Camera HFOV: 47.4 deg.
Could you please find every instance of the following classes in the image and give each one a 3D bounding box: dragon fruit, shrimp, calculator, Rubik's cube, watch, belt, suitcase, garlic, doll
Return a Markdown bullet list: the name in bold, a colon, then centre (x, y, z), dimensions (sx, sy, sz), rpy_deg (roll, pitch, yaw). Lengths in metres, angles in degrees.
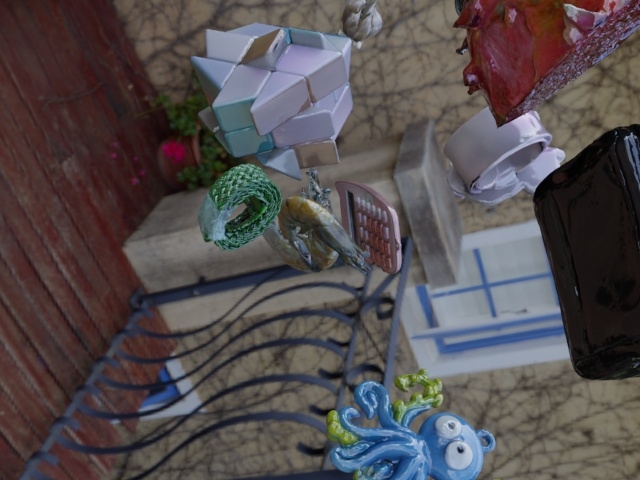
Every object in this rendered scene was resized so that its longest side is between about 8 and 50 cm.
- **dragon fruit**: centre (0.352, -0.360, 1.092), dimensions (0.249, 0.371, 0.386), rpy_deg (52, 19, 8)
- **shrimp**: centre (0.000, 0.000, 1.436), dimensions (0.217, 0.150, 0.051), rpy_deg (43, 50, -8)
- **calculator**: centre (0.131, -0.038, 1.904), dimensions (0.329, 0.048, 0.220), rpy_deg (-140, -140, -59)
- **shrimp**: centre (-0.053, -0.048, 1.900), dimensions (0.360, 0.247, 0.085), rpy_deg (96, 17, -46)
- **Rubik's cube**: centre (-0.115, -0.357, 1.769), dimensions (0.358, 0.387, 0.368), rpy_deg (72, 38, -54)
- **watch**: centre (0.378, -0.184, 1.461), dimensions (0.211, 0.248, 0.217), rpy_deg (61, -5, 16)
- **belt**: centre (-0.142, -0.058, 1.221), dimensions (0.079, 0.151, 0.121), rpy_deg (43, 6, 38)
- **suitcase**: centre (0.471, 0.026, 1.100), dimensions (0.339, 0.188, 0.345), rpy_deg (122, -39, -69)
- **garlic**: centre (0.132, -0.694, 2.221), dimensions (0.127, 0.131, 0.194), rpy_deg (-54, 175, -44)
- **doll**: centre (0.184, 0.399, 1.418), dimensions (0.099, 0.341, 0.346), rpy_deg (106, -27, -44)

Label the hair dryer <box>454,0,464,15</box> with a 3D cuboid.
- **hair dryer**: centre (0.262, -0.576, 1.522), dimensions (0.189, 0.352, 0.107), rpy_deg (-47, 152, -19)

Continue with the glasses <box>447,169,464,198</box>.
- **glasses**: centre (0.361, -0.188, 1.864), dimensions (0.104, 0.062, 0.140), rpy_deg (-87, 180, -66)
